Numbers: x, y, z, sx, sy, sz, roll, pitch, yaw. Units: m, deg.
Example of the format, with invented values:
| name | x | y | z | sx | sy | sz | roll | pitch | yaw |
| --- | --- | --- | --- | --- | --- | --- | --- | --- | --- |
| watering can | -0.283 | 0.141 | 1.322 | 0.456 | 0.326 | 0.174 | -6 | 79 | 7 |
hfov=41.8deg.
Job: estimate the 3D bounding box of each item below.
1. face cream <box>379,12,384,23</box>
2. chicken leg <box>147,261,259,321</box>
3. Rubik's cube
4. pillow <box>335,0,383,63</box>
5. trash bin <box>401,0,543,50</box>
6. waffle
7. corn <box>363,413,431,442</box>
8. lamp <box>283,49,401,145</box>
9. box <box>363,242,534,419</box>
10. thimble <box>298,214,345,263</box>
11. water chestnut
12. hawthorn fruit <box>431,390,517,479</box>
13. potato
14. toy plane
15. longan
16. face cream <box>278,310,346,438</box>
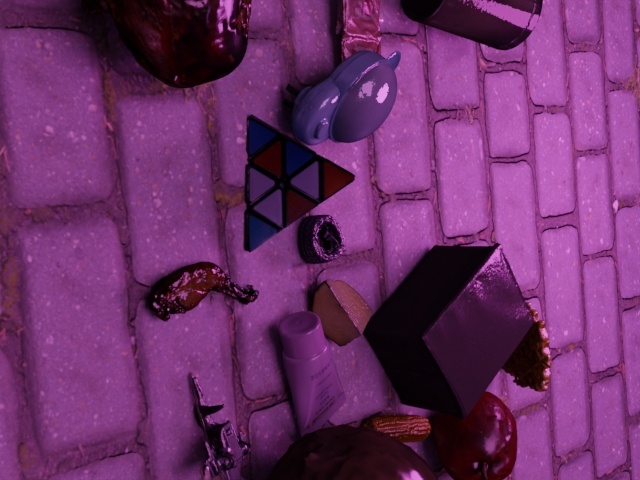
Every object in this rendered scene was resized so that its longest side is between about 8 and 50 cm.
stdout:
| name | x | y | z | sx | sy | sz | roll | pitch | yaw |
| --- | --- | --- | --- | --- | --- | --- | --- | --- | --- |
| face cream | 0.101 | -0.520 | 1.944 | 0.115 | 0.020 | 0.038 | -8 | 96 | -41 |
| chicken leg | -0.223 | 0.094 | 1.627 | 0.253 | 0.051 | 0.106 | -4 | 98 | -43 |
| Rubik's cube | -0.067 | -0.172 | 1.757 | 0.234 | 0.284 | 0.250 | 54 | 28 | -2 |
| pillow | 0.086 | -0.468 | 1.902 | 0.135 | 0.049 | 0.248 | -11 | 106 | -40 |
| trash bin | 0.364 | -0.595 | 2.046 | 0.301 | 0.252 | 0.203 | 6 | 82 | -35 |
| waffle | 0.520 | 0.265 | 2.174 | 0.052 | 0.254 | 0.245 | -10 | 105 | -16 |
| corn | 0.185 | 0.444 | 1.981 | 0.207 | 0.068 | 0.068 | 11 | 82 | -41 |
| lamp | 0.057 | -0.296 | 1.795 | 0.284 | 0.147 | 0.209 | -17 | 145 | -26 |
| box | 0.309 | 0.204 | 1.999 | 0.345 | 0.204 | 0.251 | -44 | 117 | -31 |
| thimble | -0.001 | -0.002 | 1.819 | 0.095 | 0.066 | 0.104 | -45 | 115 | -34 |
| water chestnut | -0.271 | -0.429 | 1.443 | 0.350 | 0.302 | 0.350 | 1 | 90 | -82 |
| hawthorn fruit | 0.380 | 0.510 | 2.050 | 0.266 | 0.210 | 0.230 | -75 | 159 | -63 |
| potato | 0.038 | 0.147 | 1.867 | 0.149 | 0.081 | 0.120 | 57 | 23 | -7 |
| toy plane | -0.196 | 0.379 | 1.624 | 0.192 | 0.088 | 0.262 | -27 | 107 | -68 |
| longan | 0.062 | 0.548 | 1.655 | 0.391 | 0.391 | 0.391 | 0 | 90 | -42 |
| face cream | -0.019 | 0.286 | 1.796 | 0.154 | 0.096 | 0.274 | -40 | 129 | -39 |
